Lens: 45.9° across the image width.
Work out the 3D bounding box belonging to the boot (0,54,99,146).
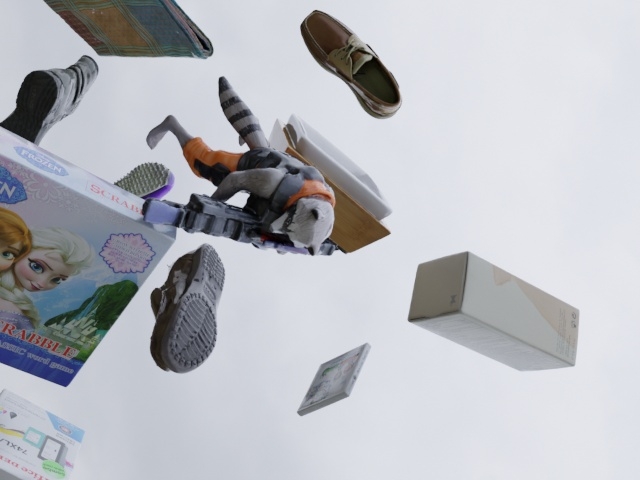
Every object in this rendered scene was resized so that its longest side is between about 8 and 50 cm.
[{"bbox_3d":[-0.473,-0.204,1.292,0.083,0.161,0.246,43,-67,-5],"label":"boot"}]

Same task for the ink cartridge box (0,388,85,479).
[{"bbox_3d":[-0.612,0.464,1.469,0.197,0.198,0.270,-55,-165,6],"label":"ink cartridge box"}]

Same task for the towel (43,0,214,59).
[{"bbox_3d":[-0.427,-0.474,1.590,0.370,0.271,0.040,9,-114,36],"label":"towel"}]

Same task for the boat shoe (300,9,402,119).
[{"bbox_3d":[0.089,-0.441,1.858,0.324,0.122,0.120,44,-7,-7],"label":"boat shoe"}]

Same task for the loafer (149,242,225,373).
[{"bbox_3d":[-0.293,0.152,1.594,0.130,0.366,0.134,-19,-62,16],"label":"loafer"}]

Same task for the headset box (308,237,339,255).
[{"bbox_3d":[0.000,0.000,1.793,0.032,0.083,0.062,146,-64,-76],"label":"headset box"}]

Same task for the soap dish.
[{"bbox_3d":[0.001,-0.106,1.363,0.118,0.229,0.291,-49,-163,9],"label":"soap dish"}]

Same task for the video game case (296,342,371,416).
[{"bbox_3d":[0.028,0.290,1.574,0.019,0.143,0.157,46,-48,-13],"label":"video game case"}]

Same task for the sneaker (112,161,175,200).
[{"bbox_3d":[-0.442,-0.094,1.887,0.293,0.146,0.102,-20,-133,34],"label":"sneaker"}]

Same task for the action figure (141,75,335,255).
[{"bbox_3d":[-0.111,-0.096,1.079,0.330,0.341,0.178,41,-70,33],"label":"action figure"}]

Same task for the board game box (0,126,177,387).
[{"bbox_3d":[-0.410,0.025,1.012,0.318,0.319,0.066,-51,-153,24],"label":"board game box"}]

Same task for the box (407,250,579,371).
[{"bbox_3d":[0.330,0.141,1.423,0.148,0.311,0.121,-18,-128,52],"label":"box"}]
